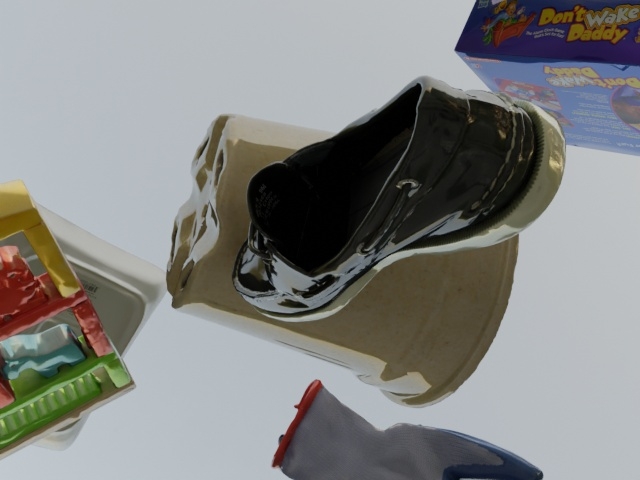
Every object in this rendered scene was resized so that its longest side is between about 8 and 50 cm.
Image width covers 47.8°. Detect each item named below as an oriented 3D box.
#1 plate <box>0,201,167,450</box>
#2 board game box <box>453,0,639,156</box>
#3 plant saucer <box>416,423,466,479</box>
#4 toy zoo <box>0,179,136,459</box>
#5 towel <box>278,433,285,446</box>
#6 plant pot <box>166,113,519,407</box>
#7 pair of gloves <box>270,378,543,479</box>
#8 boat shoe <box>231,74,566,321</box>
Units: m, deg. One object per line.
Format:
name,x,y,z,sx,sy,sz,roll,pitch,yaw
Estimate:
plate,-0.331,0.118,0.864,0.045,0.277,0.278,25,-98,40
board game box,0.351,-0.167,0.778,0.347,0.233,0.078,19,-96,44
plant saucer,0.213,0.356,1.126,0.192,0.067,0.018,35,-62,23
toy zoo,-0.248,0.072,0.478,0.192,0.293,0.030,-27,-123,-17
towel,-0.036,0.408,1.325,0.029,0.067,0.119,-37,-58,6
plant pot,0.000,0.000,0.829,0.305,0.334,0.334,15,-70,-21
pair of gloves,0.018,0.170,0.327,0.159,0.023,0.198,28,-104,18
boat shoe,0.004,-0.022,0.526,0.340,0.113,0.127,-18,-122,54
